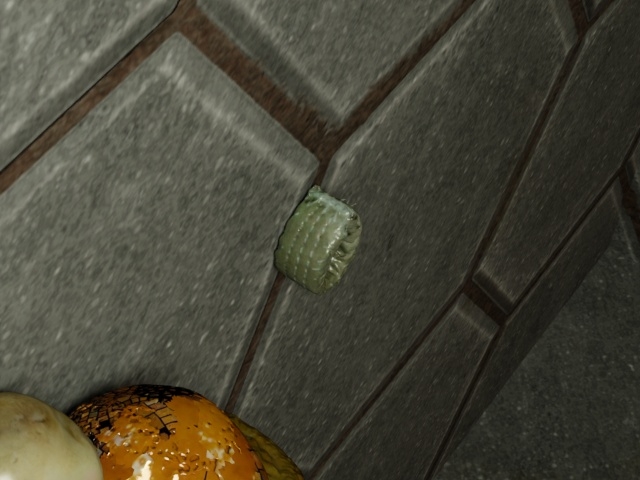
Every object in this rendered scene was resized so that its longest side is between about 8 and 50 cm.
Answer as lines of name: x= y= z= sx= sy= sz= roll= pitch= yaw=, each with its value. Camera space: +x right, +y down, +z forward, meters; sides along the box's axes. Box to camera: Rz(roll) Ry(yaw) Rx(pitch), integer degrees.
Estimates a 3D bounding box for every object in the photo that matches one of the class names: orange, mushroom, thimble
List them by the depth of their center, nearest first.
mushroom: x=-0.239 y=0.189 z=1.207 sx=0.148 sy=0.112 sz=0.148 roll=-3 pitch=95 yaw=-31
orange: x=-0.148 y=0.243 z=1.356 sx=0.234 sy=0.234 sz=0.182 roll=-64 pitch=162 yaw=17
thimble: x=0.000 y=0.000 z=1.620 sx=0.084 sy=0.062 sz=0.110 roll=-34 pitch=151 yaw=-54

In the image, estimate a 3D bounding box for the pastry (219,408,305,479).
pastry: x=-0.101 y=0.248 z=1.567 sx=0.103 sy=0.189 sz=0.189 roll=-56 pitch=163 yaw=13
